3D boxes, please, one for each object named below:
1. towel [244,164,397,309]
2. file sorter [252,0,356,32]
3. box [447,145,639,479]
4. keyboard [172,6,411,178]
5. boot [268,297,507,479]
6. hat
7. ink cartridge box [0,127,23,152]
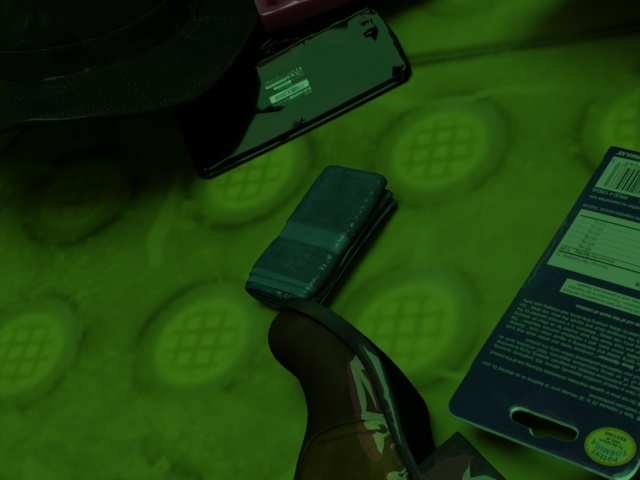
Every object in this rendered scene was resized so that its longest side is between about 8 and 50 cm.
[{"bbox_3d":[0.000,0.000,1.062,0.067,0.029,0.119,17,63,38],"label":"towel"},{"bbox_3d":[0.047,-0.341,1.189,0.290,0.182,0.202,-20,44,-1],"label":"file sorter"},{"bbox_3d":[0.189,0.046,0.912,0.136,0.036,0.225,18,62,39],"label":"box"},{"bbox_3d":[-0.025,-0.125,1.192,0.192,0.038,0.100,-25,68,6],"label":"keyboard"},{"bbox_3d":[-0.034,0.195,0.897,0.280,0.096,0.264,-44,53,-1],"label":"boot"},{"bbox_3d":[-0.203,-0.212,1.210,0.331,0.134,0.331,-7,30,4],"label":"hat"},{"bbox_3d":[-0.318,-0.127,1.324,0.180,0.060,0.104,21,64,40],"label":"ink cartridge box"}]
